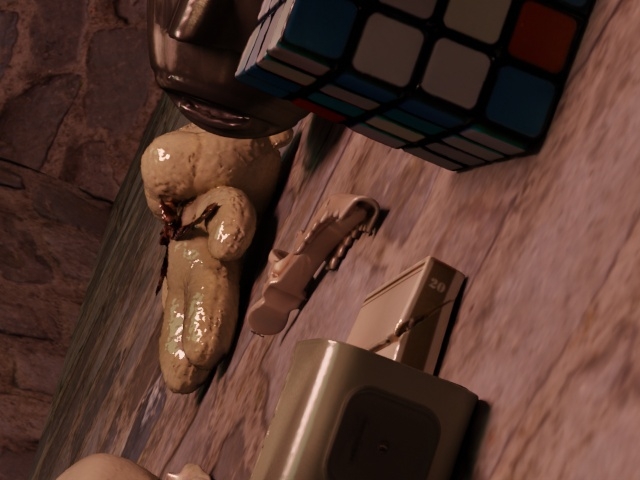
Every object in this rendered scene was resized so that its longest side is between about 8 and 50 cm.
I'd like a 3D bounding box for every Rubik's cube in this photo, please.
[{"bbox_3d":[0.056,-0.139,0.909,0.155,0.151,0.154,172,119,-77],"label":"Rubik's cube"}]

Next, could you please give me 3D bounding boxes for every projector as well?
[{"bbox_3d":[0.019,0.099,0.786,0.083,0.083,0.082,158,133,-75],"label":"projector"}]

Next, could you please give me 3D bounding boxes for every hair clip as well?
[{"bbox_3d":[0.000,0.000,1.217,0.226,0.034,0.072,130,160,-57],"label":"hair clip"}]

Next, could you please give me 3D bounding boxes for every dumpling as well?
[{"bbox_3d":[-0.150,0.227,1.296,0.229,0.151,0.124,-48,-55,-74],"label":"dumpling"}]

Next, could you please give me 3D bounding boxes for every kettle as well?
[{"bbox_3d":[-0.030,-0.242,1.457,0.321,0.228,0.324,18,-89,-74],"label":"kettle"}]

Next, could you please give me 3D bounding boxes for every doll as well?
[{"bbox_3d":[-0.120,0.002,1.575,0.175,0.149,0.278,-18,57,33],"label":"doll"}]

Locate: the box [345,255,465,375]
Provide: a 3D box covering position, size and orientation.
[{"bbox_3d":[0.022,0.112,0.894,0.109,0.029,0.198,141,149,-68],"label":"box"}]
